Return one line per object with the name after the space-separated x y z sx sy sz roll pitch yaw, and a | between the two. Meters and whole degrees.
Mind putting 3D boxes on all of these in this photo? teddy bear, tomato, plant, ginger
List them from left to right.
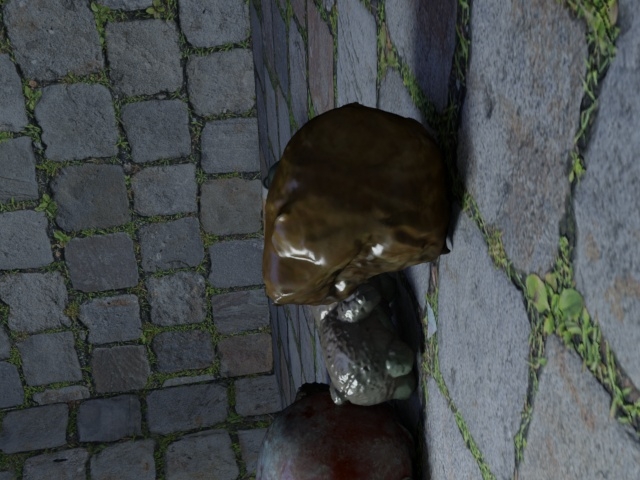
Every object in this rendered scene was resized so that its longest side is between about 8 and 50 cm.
-0.016 0.494 2.210 0.131 0.142 0.203 47 142 49 | plant
0.032 0.415 1.404 0.316 0.282 0.317 -175 90 -80 | tomato
0.031 -0.054 1.027 0.200 0.269 0.223 19 -127 -67 | ginger
0.064 0.140 1.335 0.236 0.151 0.267 82 178 -52 | teddy bear

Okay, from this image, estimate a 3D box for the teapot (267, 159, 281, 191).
-0.064 -0.116 2.079 0.294 0.129 0.193 93 167 -58 | teapot

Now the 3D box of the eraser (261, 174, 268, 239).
-0.107 -0.076 2.321 0.171 0.087 0.291 -55 -24 -40 | eraser
